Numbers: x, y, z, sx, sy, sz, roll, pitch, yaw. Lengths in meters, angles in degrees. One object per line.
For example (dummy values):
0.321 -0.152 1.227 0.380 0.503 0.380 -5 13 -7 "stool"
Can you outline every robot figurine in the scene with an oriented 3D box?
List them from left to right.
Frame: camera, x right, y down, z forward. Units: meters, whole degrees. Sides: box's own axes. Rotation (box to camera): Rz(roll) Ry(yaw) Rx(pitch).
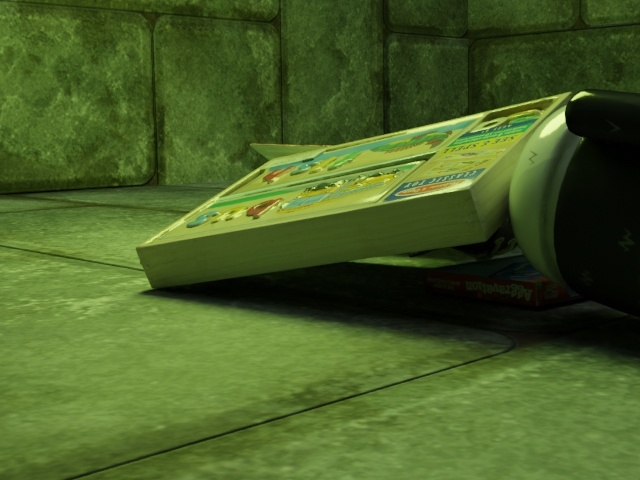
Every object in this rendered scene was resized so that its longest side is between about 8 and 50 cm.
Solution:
0.282 -0.021 0.756 0.173 0.209 0.278 -17 25 -37 "robot figurine"

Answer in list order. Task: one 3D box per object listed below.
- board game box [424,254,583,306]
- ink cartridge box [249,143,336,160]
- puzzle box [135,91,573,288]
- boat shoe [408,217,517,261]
0.260 0.032 1.017 0.281 0.027 0.145 -6 6 -38 "board game box"
0.130 -0.099 1.362 0.308 0.091 0.385 4 -14 31 "ink cartridge box"
0.036 -0.050 1.005 0.409 0.052 0.272 -9 20 36 "puzzle box"
0.197 -0.034 1.081 0.116 0.097 0.324 -11 9 42 "boat shoe"
